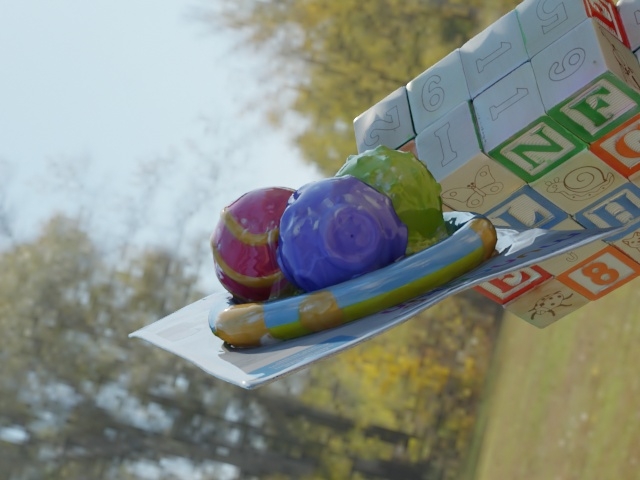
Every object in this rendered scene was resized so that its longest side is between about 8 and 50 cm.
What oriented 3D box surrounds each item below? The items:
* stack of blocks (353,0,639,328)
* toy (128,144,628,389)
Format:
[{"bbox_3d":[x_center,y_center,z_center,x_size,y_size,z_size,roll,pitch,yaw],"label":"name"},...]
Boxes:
[{"bbox_3d":[0.187,-0.078,0.966,0.297,0.171,0.087,-33,46,29],"label":"stack of blocks"},{"bbox_3d":[0.000,0.000,0.631,0.056,0.137,0.237,68,166,-4],"label":"toy"}]
